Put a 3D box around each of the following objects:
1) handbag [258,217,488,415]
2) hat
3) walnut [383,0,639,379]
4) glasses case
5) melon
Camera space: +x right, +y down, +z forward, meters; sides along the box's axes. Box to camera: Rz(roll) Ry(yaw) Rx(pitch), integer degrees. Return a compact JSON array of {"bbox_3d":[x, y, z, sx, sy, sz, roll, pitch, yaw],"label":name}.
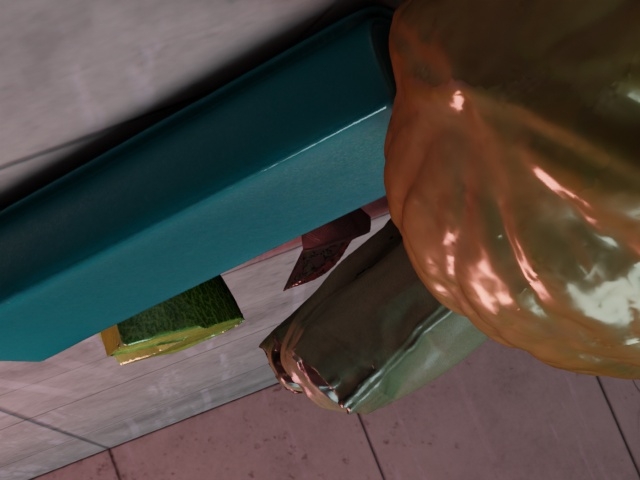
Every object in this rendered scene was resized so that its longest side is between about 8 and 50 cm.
[{"bbox_3d":[0.076,0.032,0.930,0.253,0.109,0.316,-39,-177,-9],"label":"handbag"},{"bbox_3d":[-0.003,0.001,0.938,0.087,0.042,0.058,-40,173,11],"label":"hat"},{"bbox_3d":[0.139,-0.051,0.489,0.261,0.225,0.225,-3,160,-45],"label":"walnut"},{"bbox_3d":[-0.077,-0.020,0.626,0.301,0.070,0.117,-24,164,23],"label":"glasses case"},{"bbox_3d":[-0.123,0.055,0.951,0.118,0.064,0.209,-19,173,-20],"label":"melon"}]
